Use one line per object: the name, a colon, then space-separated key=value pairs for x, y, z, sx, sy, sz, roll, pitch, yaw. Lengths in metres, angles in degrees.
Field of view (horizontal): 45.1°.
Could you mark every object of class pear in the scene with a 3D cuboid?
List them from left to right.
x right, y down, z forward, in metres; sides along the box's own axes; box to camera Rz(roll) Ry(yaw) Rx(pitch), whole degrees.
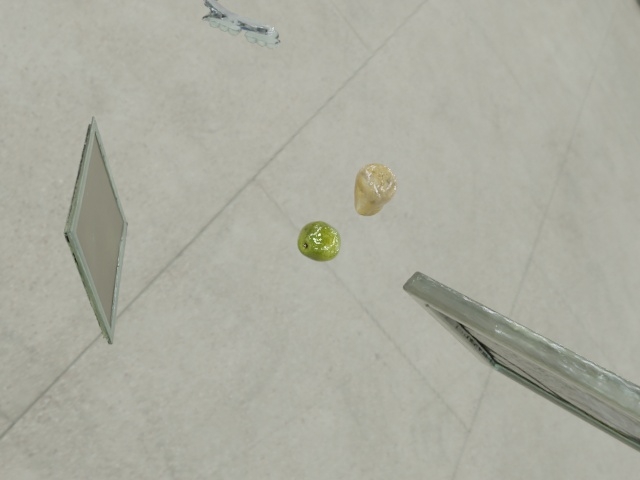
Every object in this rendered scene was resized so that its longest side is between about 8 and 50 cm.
pear: x=0.000 y=0.000 z=1.589 sx=0.097 sy=0.092 sz=0.092 roll=-16 pitch=79 yaw=-59

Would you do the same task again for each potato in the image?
potato: x=0.084 y=-0.079 z=1.225 sx=0.068 sy=0.083 sz=0.062 roll=23 pitch=36 yaw=-3

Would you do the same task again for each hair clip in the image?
hair clip: x=-0.188 y=-0.532 z=1.888 sx=0.220 sy=0.054 sz=0.140 roll=23 pitch=27 yaw=4

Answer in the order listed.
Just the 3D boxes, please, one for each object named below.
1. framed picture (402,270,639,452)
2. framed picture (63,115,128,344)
framed picture: x=0.227 y=0.132 z=0.553 sx=0.020 sy=0.324 sz=0.240 roll=-58 pitch=148 yaw=-6
framed picture: x=-0.317 y=-0.019 z=1.103 sx=0.274 sy=0.017 sz=0.217 roll=-100 pitch=-176 yaw=-51
